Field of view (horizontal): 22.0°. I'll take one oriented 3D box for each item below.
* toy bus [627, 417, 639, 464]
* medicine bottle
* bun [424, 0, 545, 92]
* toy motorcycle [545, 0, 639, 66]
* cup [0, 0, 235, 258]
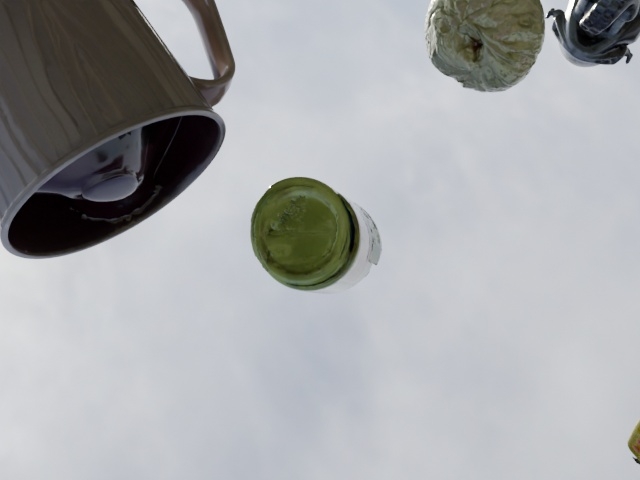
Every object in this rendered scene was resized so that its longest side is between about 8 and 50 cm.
[{"bbox_3d":[0.458,0.133,1.618,0.330,0.144,0.152,-34,-113,-32],"label":"toy bus"},{"bbox_3d":[0.000,0.000,1.830,0.124,0.124,0.239,35,-177,9],"label":"medicine bottle"},{"bbox_3d":[0.140,-0.185,1.455,0.115,0.115,0.069,41,-153,17],"label":"bun"},{"bbox_3d":[0.332,-0.285,1.817,0.106,0.159,0.270,31,-135,5],"label":"toy motorcycle"},{"bbox_3d":[-0.218,-0.161,1.499,0.288,0.208,0.273,-33,-108,-5],"label":"cup"}]
